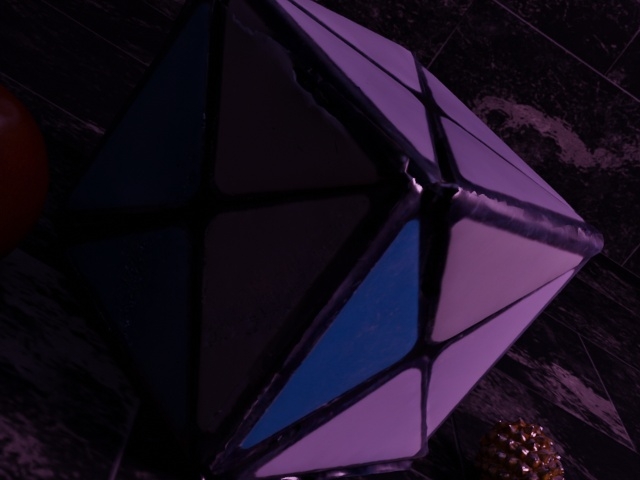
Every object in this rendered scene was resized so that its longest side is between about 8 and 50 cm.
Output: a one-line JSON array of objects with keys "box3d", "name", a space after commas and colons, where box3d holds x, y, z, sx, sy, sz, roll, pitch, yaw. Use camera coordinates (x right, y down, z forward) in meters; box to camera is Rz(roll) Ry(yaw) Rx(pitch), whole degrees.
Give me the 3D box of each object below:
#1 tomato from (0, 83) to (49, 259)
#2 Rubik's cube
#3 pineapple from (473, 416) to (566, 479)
[{"box3d": [-0.297, -0.064, 0.697, 0.195, 0.136, 0.195, 30, 21, -13], "name": "tomato"}, {"box3d": [0.000, 0.000, 0.808, 0.310, 0.305, 0.307, 12, 32, -52], "name": "Rubik's cube"}, {"box3d": [0.194, 0.238, 0.869, 0.083, 0.103, 0.221, -2, 27, -3], "name": "pineapple"}]
